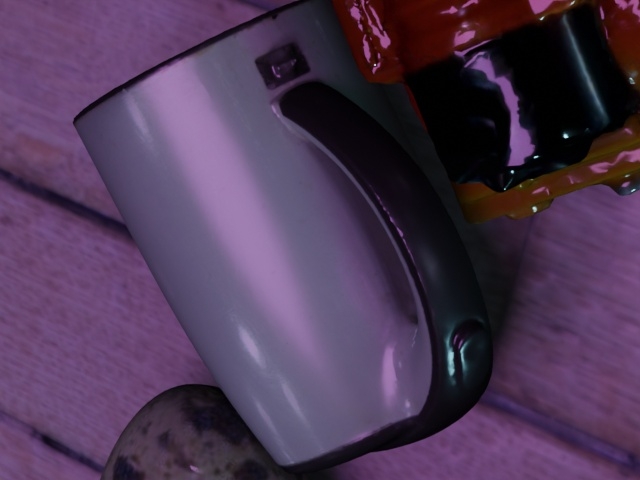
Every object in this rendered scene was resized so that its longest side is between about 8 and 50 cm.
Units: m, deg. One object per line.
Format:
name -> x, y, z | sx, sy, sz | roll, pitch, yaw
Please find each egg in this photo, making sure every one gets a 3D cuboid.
egg -> -0.068, 0.173, 0.956 | 0.141, 0.141, 0.182 | 1, 107, 30

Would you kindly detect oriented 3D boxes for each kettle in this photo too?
kettle -> 0.000, 0.000, 0.837 | 0.221, 0.161, 0.236 | -21, 96, 62

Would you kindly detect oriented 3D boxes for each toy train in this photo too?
toy train -> 0.062, -0.185, 0.723 | 0.163, 0.231, 0.369 | -19, 95, 34
